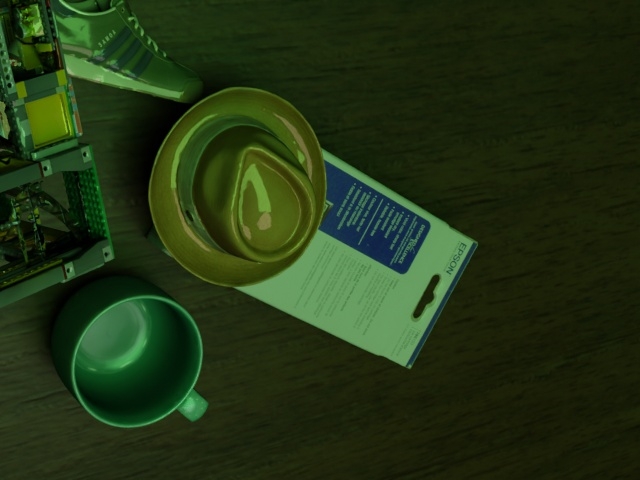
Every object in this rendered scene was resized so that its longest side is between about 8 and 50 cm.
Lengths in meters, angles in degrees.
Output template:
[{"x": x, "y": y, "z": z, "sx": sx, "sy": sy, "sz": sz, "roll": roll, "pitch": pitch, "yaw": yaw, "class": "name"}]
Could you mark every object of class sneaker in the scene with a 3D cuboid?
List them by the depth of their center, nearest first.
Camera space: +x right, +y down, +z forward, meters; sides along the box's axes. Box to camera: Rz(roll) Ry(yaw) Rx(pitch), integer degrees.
[{"x": -0.179, "y": -0.180, "z": 1.020, "sx": 0.192, "sy": 0.064, "sz": 0.086, "roll": 10, "pitch": 99, "yaw": -38, "class": "sneaker"}]

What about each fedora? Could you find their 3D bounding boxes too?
[{"x": -0.061, "y": -0.041, "z": 1.055, "sx": 0.194, "sy": 0.079, "sz": 0.194, "roll": -9, "pitch": 109, "yaw": -27, "class": "fedora"}]

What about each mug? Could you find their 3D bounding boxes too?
[{"x": -0.186, "y": 0.111, "z": 1.093, "sx": 0.129, "sy": 0.097, "sz": 0.158, "roll": -19, "pitch": 115, "yaw": -24, "class": "mug"}]

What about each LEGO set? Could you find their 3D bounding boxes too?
[{"x": -0.312, "y": -0.078, "z": 0.869, "sx": 0.192, "sy": 0.255, "sz": 0.331, "roll": -26, "pitch": 125, "yaw": -39, "class": "LEGO set"}]

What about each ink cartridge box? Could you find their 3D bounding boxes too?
[{"x": 0.000, "y": 0.000, "z": 1.187, "sx": 0.332, "sy": 0.065, "sz": 0.165, "roll": 29, "pitch": 89, "yaw": -32, "class": "ink cartridge box"}]

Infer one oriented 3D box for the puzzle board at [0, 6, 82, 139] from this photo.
[{"x": -0.268, "y": -0.142, "z": 1.017, "sx": 0.096, "sy": 0.011, "sz": 0.128, "roll": -18, "pitch": 114, "yaw": -24, "class": "puzzle board"}]
